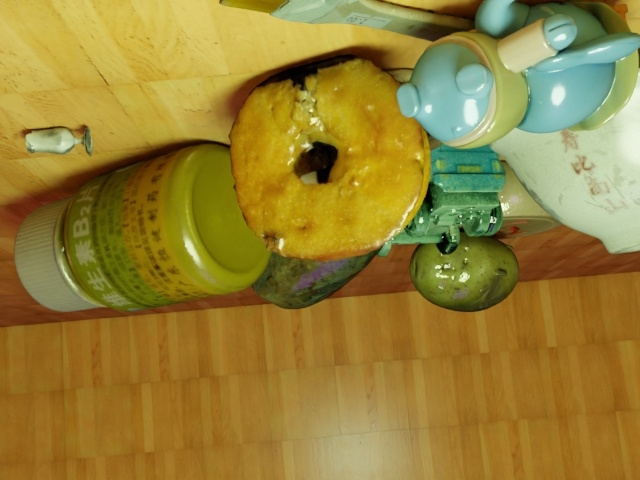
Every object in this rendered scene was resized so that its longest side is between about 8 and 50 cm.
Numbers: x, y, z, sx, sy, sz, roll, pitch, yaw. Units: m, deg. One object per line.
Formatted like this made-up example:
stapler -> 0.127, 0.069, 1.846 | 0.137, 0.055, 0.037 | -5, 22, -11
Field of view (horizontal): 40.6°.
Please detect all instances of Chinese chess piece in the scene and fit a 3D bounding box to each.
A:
Chinese chess piece -> 0.326, -0.069, 1.605 | 0.273, 0.102, 0.273 | -5, 170, -1

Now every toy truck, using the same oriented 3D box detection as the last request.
toy truck -> 0.181, -0.066, 1.403 | 0.155, 0.156, 0.279 | -1, 169, -18

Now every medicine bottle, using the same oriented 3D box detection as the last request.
medicine bottle -> -0.281, -0.004, 1.343 | 0.384, 0.224, 0.224 | -12, 167, 34

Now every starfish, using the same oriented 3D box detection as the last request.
starfish -> -0.004, -0.136, 1.242 | 0.238, 0.057, 0.213 | -30, 166, 20

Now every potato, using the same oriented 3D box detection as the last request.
potato -> 0.271, 0.060, 1.615 | 0.197, 0.148, 0.228 | -19, 166, 8

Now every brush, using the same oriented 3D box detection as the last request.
brush -> 0.061, -0.226, 0.876 | 0.337, 0.020, 0.085 | 2, 167, -32

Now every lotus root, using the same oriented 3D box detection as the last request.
lotus root -> 0.000, 0.000, 1.373 | 0.160, 0.152, 0.275 | 17, 125, -48

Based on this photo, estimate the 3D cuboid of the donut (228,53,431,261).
donut -> 0.012, -0.092, 1.004 | 0.253, 0.253, 0.118 | -12, 176, 32

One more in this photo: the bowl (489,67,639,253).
bowl -> 0.464, -0.094, 1.183 | 0.435, 0.196, 0.435 | -11, 172, -1

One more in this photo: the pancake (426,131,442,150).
pancake -> 0.095, -0.119, 1.174 | 0.288, 0.033, 0.286 | -27, -174, 10

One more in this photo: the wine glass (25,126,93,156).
wine glass -> -0.346, -0.129, 1.146 | 0.083, 0.039, 0.042 | -3, 158, -1

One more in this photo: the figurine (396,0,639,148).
figurine -> 0.213, -0.173, 0.875 | 0.262, 0.154, 0.180 | -13, 151, -37

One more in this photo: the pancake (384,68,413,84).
pancake -> 0.092, -0.178, 1.106 | 0.152, 0.025, 0.151 | -8, 163, -2
